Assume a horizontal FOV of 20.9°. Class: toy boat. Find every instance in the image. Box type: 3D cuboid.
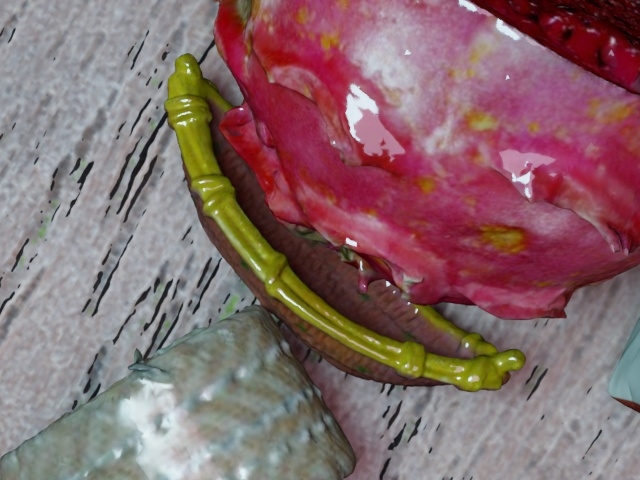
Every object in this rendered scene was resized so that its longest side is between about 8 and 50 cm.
[{"bbox_3d":[-0.002,0.006,1.209,0.318,0.141,0.099,43,117,6],"label":"toy boat"}]

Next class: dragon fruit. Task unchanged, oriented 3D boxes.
[{"bbox_3d":[0.095,-0.087,1.111,0.386,0.371,0.249,21,114,-28],"label":"dragon fruit"}]

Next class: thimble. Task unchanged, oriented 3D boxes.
[{"bbox_3d":[-0.101,0.152,1.186,0.229,0.196,0.148,-33,85,33],"label":"thimble"}]

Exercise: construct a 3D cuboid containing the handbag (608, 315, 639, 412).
[{"bbox_3d":[0.368,0.102,1.187,0.298,0.151,0.171,26,88,-1],"label":"handbag"}]
